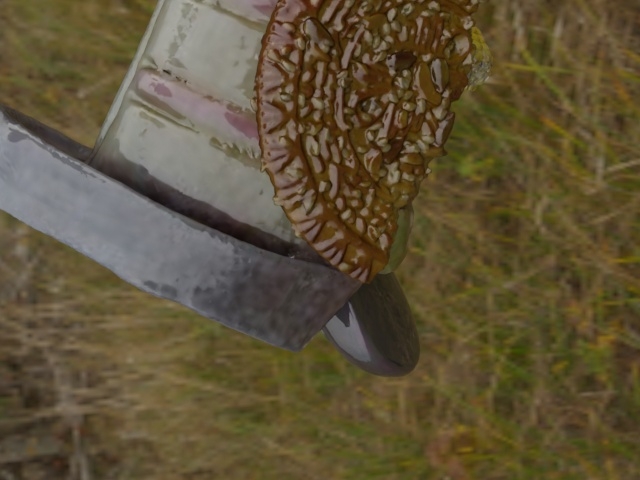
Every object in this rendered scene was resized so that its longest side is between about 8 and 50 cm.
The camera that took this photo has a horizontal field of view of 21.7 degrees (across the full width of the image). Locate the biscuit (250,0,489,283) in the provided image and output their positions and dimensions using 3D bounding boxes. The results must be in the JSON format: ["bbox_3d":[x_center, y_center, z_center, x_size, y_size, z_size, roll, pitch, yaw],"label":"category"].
[{"bbox_3d":[0.024,-0.088,0.890,0.025,0.126,0.206,3,72,56],"label":"biscuit"}]

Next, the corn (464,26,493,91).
[{"bbox_3d":[0.076,-0.252,1.805,0.292,0.101,0.101,41,115,34],"label":"corn"}]

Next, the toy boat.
[{"bbox_3d":[-0.051,-0.068,1.104,0.276,0.111,0.293,42,92,-8],"label":"toy boat"}]

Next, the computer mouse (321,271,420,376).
[{"bbox_3d":[0.001,0.000,1.228,0.057,0.120,0.232,-40,72,16],"label":"computer mouse"}]
